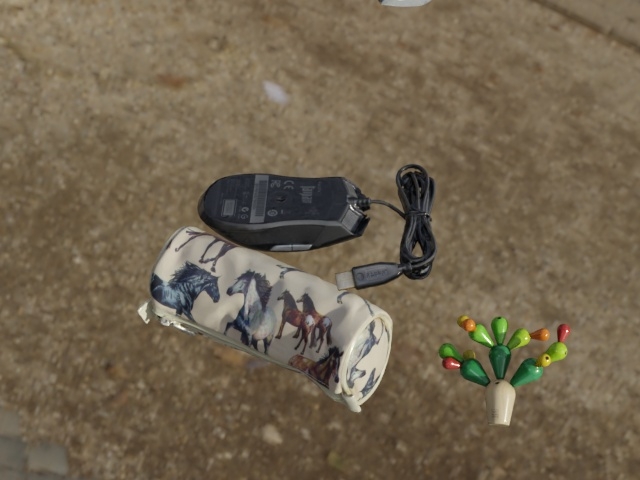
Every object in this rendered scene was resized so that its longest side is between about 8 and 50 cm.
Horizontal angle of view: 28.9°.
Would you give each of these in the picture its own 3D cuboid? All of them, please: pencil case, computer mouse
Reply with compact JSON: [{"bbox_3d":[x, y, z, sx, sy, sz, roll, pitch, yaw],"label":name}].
[{"bbox_3d":[-0.082,0.125,1.988,0.410,0.184,0.160,22,-17,23],"label":"pencil case"},{"bbox_3d":[0.000,0.000,1.329,0.262,0.060,0.184,-4,42,-1],"label":"computer mouse"}]

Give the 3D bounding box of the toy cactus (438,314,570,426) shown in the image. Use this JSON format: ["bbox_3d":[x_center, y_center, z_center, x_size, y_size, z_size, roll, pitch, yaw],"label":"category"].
[{"bbox_3d":[0.295,0.209,2.018,0.219,0.181,0.112,-1,-17,15],"label":"toy cactus"}]

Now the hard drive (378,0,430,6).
[{"bbox_3d":[0.126,-0.326,1.033,0.054,0.255,0.172,20,39,-26],"label":"hard drive"}]
